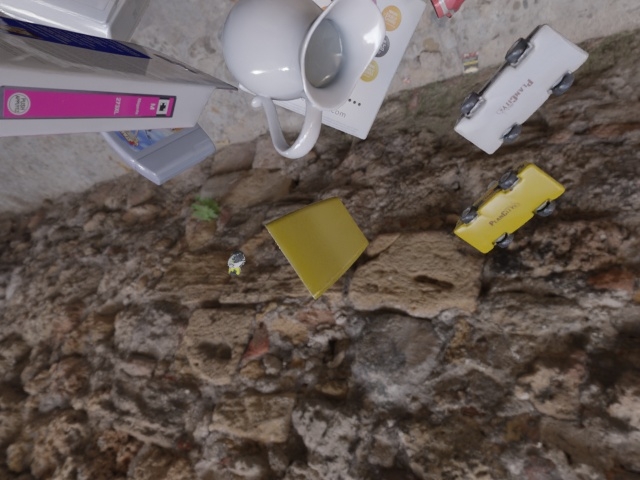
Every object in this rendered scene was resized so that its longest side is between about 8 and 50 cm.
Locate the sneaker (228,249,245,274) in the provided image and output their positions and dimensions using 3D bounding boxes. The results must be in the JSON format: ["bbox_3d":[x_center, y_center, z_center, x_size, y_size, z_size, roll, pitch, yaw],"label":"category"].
[{"bbox_3d":[-0.165,0.037,0.771,0.031,0.035,0.083,0,150,-22],"label":"sneaker"}]

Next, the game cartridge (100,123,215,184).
[{"bbox_3d":[-0.427,-0.288,0.977,0.297,0.198,0.062,49,147,1],"label":"game cartridge"}]

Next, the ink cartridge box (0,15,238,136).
[{"bbox_3d":[-0.264,-0.183,0.437,0.176,0.371,0.069,28,117,11],"label":"ink cartridge box"}]

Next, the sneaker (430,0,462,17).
[{"bbox_3d":[0.475,-0.852,1.380,0.136,0.314,0.116,-19,113,37],"label":"sneaker"}]

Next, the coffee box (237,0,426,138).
[{"bbox_3d":[-0.006,-0.513,1.029,0.338,0.338,0.334,16,114,-21],"label":"coffee box"}]

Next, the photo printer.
[{"bbox_3d":[-0.525,-0.555,0.834,0.308,0.256,0.107,18,164,-2],"label":"photo printer"}]

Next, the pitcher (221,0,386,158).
[{"bbox_3d":[-0.044,-0.202,0.477,0.125,0.177,0.207,15,-165,-44],"label":"pitcher"}]

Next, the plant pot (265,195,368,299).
[{"bbox_3d":[0.000,0.000,1.032,0.212,0.187,0.212,55,177,-1],"label":"plant pot"}]

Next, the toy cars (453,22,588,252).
[{"bbox_3d":[0.323,-0.155,0.688,0.177,0.087,0.393,1,126,19],"label":"toy cars"}]
